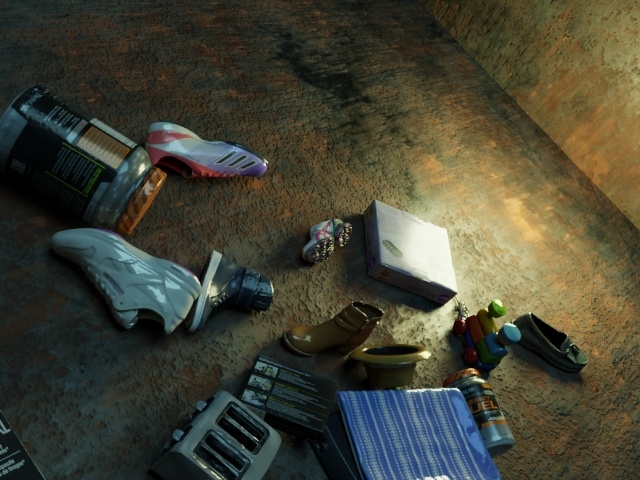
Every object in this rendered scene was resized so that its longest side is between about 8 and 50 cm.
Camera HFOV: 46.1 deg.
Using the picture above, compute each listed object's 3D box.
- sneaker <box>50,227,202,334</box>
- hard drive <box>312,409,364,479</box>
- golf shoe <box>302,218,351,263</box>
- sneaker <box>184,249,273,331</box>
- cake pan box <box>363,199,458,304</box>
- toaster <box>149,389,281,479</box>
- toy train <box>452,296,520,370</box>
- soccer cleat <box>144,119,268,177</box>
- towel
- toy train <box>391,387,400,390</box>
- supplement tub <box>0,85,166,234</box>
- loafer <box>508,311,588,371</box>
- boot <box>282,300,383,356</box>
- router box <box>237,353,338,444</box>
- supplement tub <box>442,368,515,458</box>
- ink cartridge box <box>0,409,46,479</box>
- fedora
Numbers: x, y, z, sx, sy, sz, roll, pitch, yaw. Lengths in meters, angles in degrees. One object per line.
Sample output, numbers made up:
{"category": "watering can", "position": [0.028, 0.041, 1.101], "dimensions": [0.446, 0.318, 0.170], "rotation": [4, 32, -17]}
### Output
{"category": "sneaker", "position": [-0.389, 0.076, 1.442], "dimensions": [0.305, 0.114, 0.152], "rotation": [24, 66, 1]}
{"category": "hard drive", "position": [0.096, 0.451, 1.514], "dimensions": [0.172, 0.054, 0.254], "rotation": [-12, 60, -45]}
{"category": "golf shoe", "position": [0.000, 0.000, 1.890], "dimensions": [0.086, 0.067, 0.186], "rotation": [21, 33, 25]}
{"category": "sneaker", "position": [-0.186, 0.128, 1.580], "dimensions": [0.164, 0.086, 0.226], "rotation": [27, 38, -11]}
{"category": "cake pan box", "position": [0.247, 0.031, 2.048], "dimensions": [0.267, 0.070, 0.245], "rotation": [20, 44, -23]}
{"category": "toaster", "position": [-0.176, 0.381, 1.317], "dimensions": [0.186, 0.110, 0.168], "rotation": [40, 39, 0]}
{"category": "toy train", "position": [0.424, 0.200, 1.959], "dimensions": [0.105, 0.143, 0.248], "rotation": [12, 46, -31]}
{"category": "soccer cleat", "position": [-0.275, -0.191, 1.830], "dimensions": [0.318, 0.109, 0.116], "rotation": [15, 64, -30]}
{"category": "towel", "position": [0.208, 0.413, 1.555], "dimensions": [0.336, 0.040, 0.243], "rotation": [5, 49, -32]}
{"category": "toy train", "position": [0.170, 0.333, 1.723], "dimensions": [0.024, 0.017, 0.083], "rotation": [29, 38, -29]}
{"category": "supplement tub", "position": [-0.488, -0.156, 1.530], "dimensions": [0.316, 0.193, 0.193], "rotation": [33, 38, -9]}
{"category": "loafer", "position": [0.656, 0.286, 2.111], "dimensions": [0.268, 0.084, 0.096], "rotation": [27, 39, -15]}
{"category": "boot", "position": [0.029, 0.185, 1.643], "dimensions": [0.197, 0.152, 0.072], "rotation": [7, 49, -35]}
{"category": "router box", "position": [-0.066, 0.312, 1.488], "dimensions": [0.179, 0.046, 0.133], "rotation": [20, 39, 3]}
{"category": "supplement tub", "position": [0.357, 0.400, 1.728], "dimensions": [0.117, 0.117, 0.190], "rotation": [7, 48, -35]}
{"category": "ink cartridge box", "position": [-0.501, 0.377, 1.098], "dimensions": [0.371, 0.069, 0.176], "rotation": [48, 39, 15]}
{"category": "fedora", "position": [0.156, 0.280, 1.673], "dimensions": [0.194, 0.194, 0.079], "rotation": [-6, 93, -43]}
